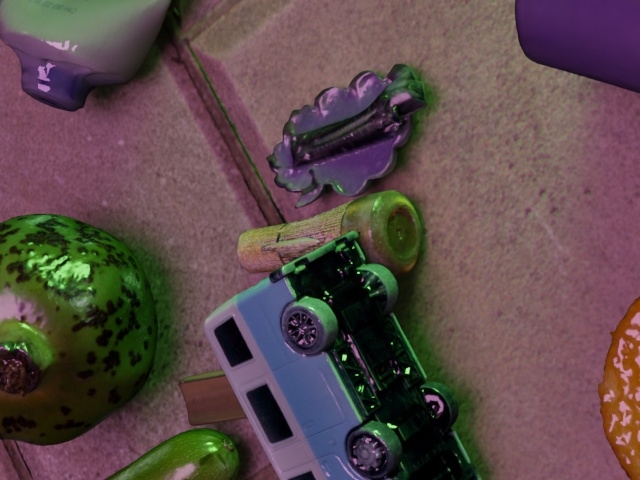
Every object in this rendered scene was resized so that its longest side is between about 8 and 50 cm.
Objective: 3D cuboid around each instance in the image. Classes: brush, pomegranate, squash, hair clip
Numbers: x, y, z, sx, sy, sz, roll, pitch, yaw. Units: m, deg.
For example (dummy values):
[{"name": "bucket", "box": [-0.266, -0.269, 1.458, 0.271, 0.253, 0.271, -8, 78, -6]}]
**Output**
[{"name": "brush", "box": [-0.022, 0.140, 1.724, 0.282, 0.048, 0.054, -14, 94, 32]}, {"name": "pomegranate", "box": [-0.297, 0.097, 1.774, 0.254, 0.270, 0.254, 2, 105, 6]}, {"name": "squash", "box": [-0.229, 0.307, 1.829, 0.379, 0.101, 0.101, -32, 75, 24]}, {"name": "hair clip", "box": [0.022, -0.102, 1.680, 0.195, 0.052, 0.124, -25, 57, 33]}]

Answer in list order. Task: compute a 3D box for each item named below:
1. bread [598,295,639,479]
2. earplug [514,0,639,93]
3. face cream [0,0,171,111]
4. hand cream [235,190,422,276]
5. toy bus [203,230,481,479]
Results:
[{"name": "bread", "box": [0.357, 0.119, 1.436, 0.268, 0.146, 0.268, -2, 87, 34]}, {"name": "earplug", "box": [0.397, -0.177, 1.374, 0.456, 0.215, 0.215, 24, 103, 26]}, {"name": "face cream", "box": [-0.218, -0.341, 1.818, 0.235, 0.137, 0.420, 18, 89, 32]}, {"name": "hand cream", "box": [0.000, 0.000, 1.698, 0.203, 0.084, 0.084, -5, 88, 38]}, {"name": "toy bus", "box": [0.015, 0.150, 1.601, 0.165, 0.133, 0.271, -28, 89, 38]}]
